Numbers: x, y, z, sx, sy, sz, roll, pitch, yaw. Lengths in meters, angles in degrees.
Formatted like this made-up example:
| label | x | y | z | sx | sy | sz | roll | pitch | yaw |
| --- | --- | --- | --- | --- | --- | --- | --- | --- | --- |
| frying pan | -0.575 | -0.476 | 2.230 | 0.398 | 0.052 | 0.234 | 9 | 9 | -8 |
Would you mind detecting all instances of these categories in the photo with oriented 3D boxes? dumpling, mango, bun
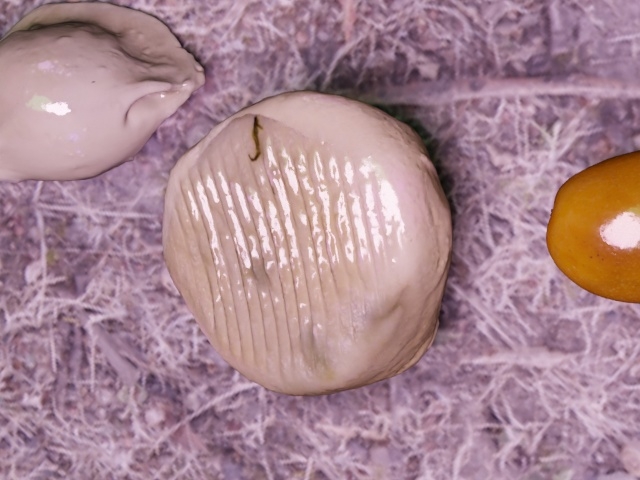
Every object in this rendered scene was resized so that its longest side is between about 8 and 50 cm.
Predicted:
| label | x | y | z | sx | sy | sz | roll | pitch | yaw |
| --- | --- | --- | --- | --- | --- | --- | --- | --- | --- |
| dumpling | -0.188 | -0.114 | 1.361 | 0.111 | 0.181 | 0.155 | 110 | 144 | -48 |
| mango | 0.239 | -0.011 | 1.230 | 0.184 | 0.085 | 0.102 | -3 | 96 | 13 |
| bun | 0.000 | 0.000 | 1.294 | 0.237 | 0.116 | 0.210 | -18 | 95 | 43 |
